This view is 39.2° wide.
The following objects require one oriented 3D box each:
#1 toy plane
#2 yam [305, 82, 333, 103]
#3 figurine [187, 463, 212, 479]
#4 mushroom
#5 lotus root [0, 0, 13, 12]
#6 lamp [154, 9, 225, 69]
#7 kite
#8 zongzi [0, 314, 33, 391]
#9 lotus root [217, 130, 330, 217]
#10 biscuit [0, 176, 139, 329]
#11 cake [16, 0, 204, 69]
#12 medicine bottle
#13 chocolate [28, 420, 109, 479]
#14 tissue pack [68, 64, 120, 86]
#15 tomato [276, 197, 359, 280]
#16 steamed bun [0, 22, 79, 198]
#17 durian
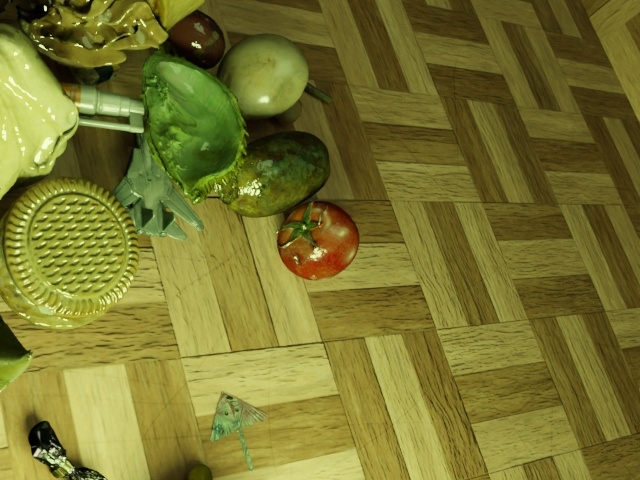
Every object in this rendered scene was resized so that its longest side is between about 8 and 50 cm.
[{"bbox_3d":[-0.338,-0.122,1.716,0.212,0.088,0.267,8,51,-37],"label":"toy plane"},{"bbox_3d":[-0.021,-0.363,2.163,0.116,0.021,0.021,27,49,-22],"label":"yam"},{"bbox_3d":[-0.200,0.487,1.369,0.218,0.169,0.326,35,48,16],"label":"figurine"},{"bbox_3d":[-0.118,-0.356,1.976,0.206,0.206,0.209,61,23,10],"label":"mushroom"},{"bbox_3d":[-0.660,-0.433,1.564,0.179,0.195,0.397,63,38,-30],"label":"lotus root"},{"bbox_3d":[-0.283,-0.420,1.915,0.157,0.156,0.135,26,85,18],"label":"lamp"},{"bbox_3d":[-0.144,0.341,1.626,0.137,0.005,0.153,-17,75,-43],"label":"kite"},{"bbox_3d":[-0.499,0.109,1.297,0.125,0.274,0.251,5,60,-45],"label":"zongzi"},{"bbox_3d":[-0.090,-0.140,1.872,0.274,0.152,0.160,-24,97,-41],"label":"lotus root"},{"bbox_3d":[-0.427,0.021,1.512,0.259,0.079,0.259,10,74,-38],"label":"biscuit"},{"bbox_3d":[-0.417,-0.490,1.672,0.332,0.332,0.321,46,60,-5],"label":"cake"},{"bbox_3d":[-0.442,-0.250,1.692,0.220,0.061,0.092,4,58,-24],"label":"medicine bottle"},{"bbox_3d":[-0.397,0.347,1.386,0.147,0.072,0.070,40,86,0],"label":"chocolate"},{"bbox_3d":[-0.450,-0.343,1.790,0.062,0.042,0.083,50,45,0],"label":"tissue pack"},{"bbox_3d":[0.000,0.000,1.863,0.167,0.167,0.167,20,52,-28],"label":"tomato"},{"bbox_3d":[-0.591,-0.201,1.417,0.372,0.325,0.230,-26,41,-34],"label":"steamed bun"},{"bbox_3d":[-0.244,-0.220,1.732,0.198,0.163,0.394,57,19,-48],"label":"durian"}]
